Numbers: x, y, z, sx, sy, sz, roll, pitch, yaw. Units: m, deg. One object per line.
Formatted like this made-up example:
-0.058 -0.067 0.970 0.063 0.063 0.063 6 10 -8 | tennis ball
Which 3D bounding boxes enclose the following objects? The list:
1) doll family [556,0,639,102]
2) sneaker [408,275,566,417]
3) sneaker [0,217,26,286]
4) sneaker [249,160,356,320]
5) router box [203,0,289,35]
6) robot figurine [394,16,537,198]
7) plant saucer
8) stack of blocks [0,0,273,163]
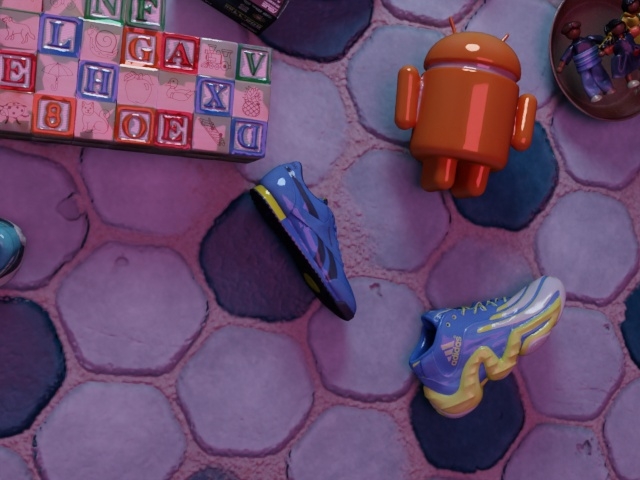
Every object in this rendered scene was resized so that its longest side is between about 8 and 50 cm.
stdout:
0.406 -0.269 1.131 0.193 0.076 0.111 -32 105 -13 | doll family
0.211 0.111 1.099 0.126 0.091 0.240 46 78 -13 | sneaker
-0.441 0.044 0.871 0.275 0.110 0.107 -27 99 -15 | sneaker
0.000 0.000 1.039 0.082 0.069 0.209 -36 101 -19 | sneaker
-0.104 -0.295 0.988 0.122 0.092 0.038 30 82 -16 | router box
0.185 -0.165 1.069 0.158 0.128 0.219 8 87 26 | robot figurine
0.396 -0.263 1.184 0.199 0.036 0.198 0 91 -18 | plant saucer
-0.209 -0.188 0.957 0.297 0.087 0.171 5 89 -18 | stack of blocks
